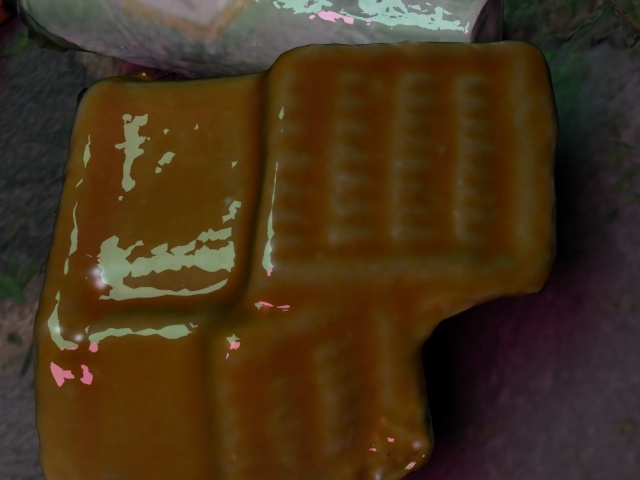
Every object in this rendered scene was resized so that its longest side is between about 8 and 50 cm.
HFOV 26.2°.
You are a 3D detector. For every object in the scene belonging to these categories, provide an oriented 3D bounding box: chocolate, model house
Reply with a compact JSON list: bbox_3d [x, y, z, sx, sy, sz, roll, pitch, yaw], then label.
[{"bbox_3d":[-0.037,-0.139,0.798,0.291,0.110,0.110,14,73,26],"label":"chocolate"},{"bbox_3d":[0.001,0.011,0.671,0.239,0.173,0.268,-4,69,22],"label":"model house"}]

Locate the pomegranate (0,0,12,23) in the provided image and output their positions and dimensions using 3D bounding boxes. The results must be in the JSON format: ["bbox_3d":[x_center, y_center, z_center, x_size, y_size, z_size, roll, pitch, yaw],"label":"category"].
[{"bbox_3d":[-0.308,-0.141,0.962,0.169,0.122,0.143,-52,21,2],"label":"pomegranate"}]
